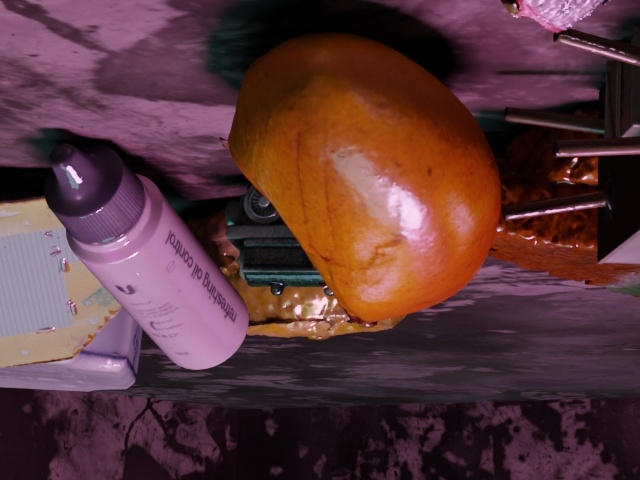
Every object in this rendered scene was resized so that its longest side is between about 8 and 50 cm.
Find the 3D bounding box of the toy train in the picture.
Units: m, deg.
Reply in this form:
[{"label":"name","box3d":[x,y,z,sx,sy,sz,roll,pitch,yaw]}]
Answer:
[{"label":"toy train","box3d":[0.000,0.000,1.497,0.171,0.111,0.071,0,165,11]}]

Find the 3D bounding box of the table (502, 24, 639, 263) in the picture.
[{"label":"table","box3d":[0.180,-0.065,1.061,0.111,0.121,0.240,3,169,-2]}]

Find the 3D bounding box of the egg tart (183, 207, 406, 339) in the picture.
[{"label":"egg tart","box3d":[-0.004,0.036,1.698,0.290,0.115,0.290,2,172,0]}]

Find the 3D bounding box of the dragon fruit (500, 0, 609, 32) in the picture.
[{"label":"dragon fruit","box3d":[0.117,-0.145,0.813,0.056,0.060,0.083,19,135,-38]}]

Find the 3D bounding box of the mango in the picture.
[{"label":"mango","box3d":[0.030,-0.050,1.113,0.187,0.138,0.257,41,168,11]}]

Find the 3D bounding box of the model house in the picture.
[{"label":"model house","box3d":[-0.279,-0.001,1.602,0.219,0.136,0.207,-11,131,-5]}]

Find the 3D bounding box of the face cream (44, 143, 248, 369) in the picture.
[{"label":"face cream","box3d":[-0.155,0.006,1.479,0.092,0.092,0.311,-2,150,21]}]

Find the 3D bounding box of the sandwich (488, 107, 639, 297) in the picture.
[{"label":"sandwich","box3d":[0.210,-0.025,1.310,0.212,0.109,0.292,5,170,-18]}]

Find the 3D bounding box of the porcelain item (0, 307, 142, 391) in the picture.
[{"label":"porcelain item","box3d":[-0.323,0.065,1.793,0.286,0.157,0.281,3,168,-1]}]
